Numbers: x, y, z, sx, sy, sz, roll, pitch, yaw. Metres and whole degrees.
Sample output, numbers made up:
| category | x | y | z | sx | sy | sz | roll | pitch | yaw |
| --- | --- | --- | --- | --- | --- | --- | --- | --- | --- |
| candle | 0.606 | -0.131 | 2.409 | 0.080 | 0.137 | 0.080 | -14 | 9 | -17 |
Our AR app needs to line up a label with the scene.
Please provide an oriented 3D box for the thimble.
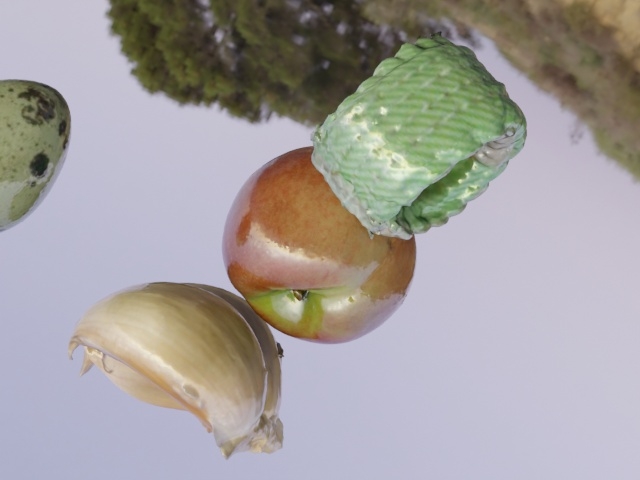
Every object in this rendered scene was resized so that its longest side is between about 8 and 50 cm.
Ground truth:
| category | x | y | z | sx | sy | sz | roll | pitch | yaw |
| --- | --- | --- | --- | --- | --- | --- | --- | --- | --- |
| thimble | 0.105 | -0.109 | 1.205 | 0.150 | 0.219 | 0.219 | 52 | -153 | 17 |

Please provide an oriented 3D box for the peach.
| category | x | y | z | sx | sy | sz | roll | pitch | yaw |
| --- | --- | --- | --- | --- | --- | --- | --- | --- | --- |
| peach | 0.000 | 0.000 | 1.407 | 0.252 | 0.252 | 0.252 | 23 | -160 | -9 |

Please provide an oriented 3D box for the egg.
| category | x | y | z | sx | sy | sz | roll | pitch | yaw |
| --- | --- | --- | --- | --- | --- | --- | --- | --- | --- |
| egg | -0.404 | -0.106 | 1.347 | 0.177 | 0.228 | 0.177 | 49 | -177 | -3 |

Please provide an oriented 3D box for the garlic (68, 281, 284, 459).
| category | x | y | z | sx | sy | sz | roll | pitch | yaw |
| --- | --- | --- | --- | --- | --- | --- | --- | --- | --- |
| garlic | -0.187 | 0.156 | 1.474 | 0.313 | 0.249 | 0.286 | 34 | -155 | 22 |
